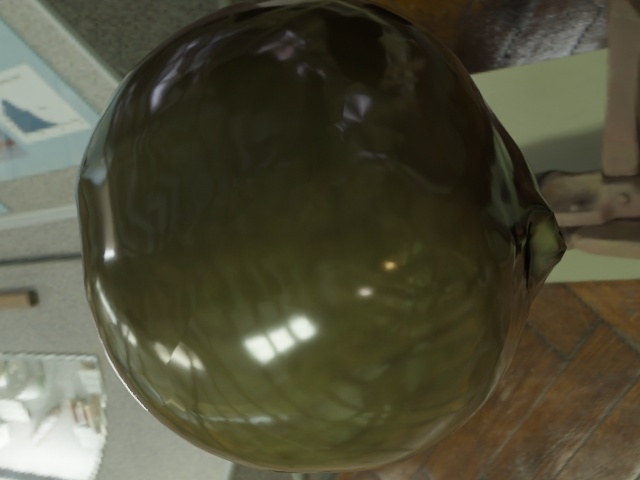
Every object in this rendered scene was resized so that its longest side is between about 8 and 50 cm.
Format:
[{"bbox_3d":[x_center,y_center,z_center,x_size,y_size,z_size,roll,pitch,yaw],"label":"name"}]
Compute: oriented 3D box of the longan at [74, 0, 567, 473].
[{"bbox_3d":[0.000,0.000,0.647,0.318,0.319,0.319,10,104,42],"label":"longan"}]
